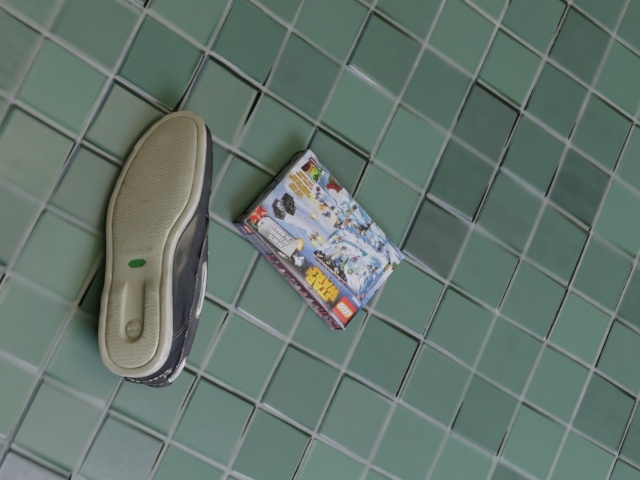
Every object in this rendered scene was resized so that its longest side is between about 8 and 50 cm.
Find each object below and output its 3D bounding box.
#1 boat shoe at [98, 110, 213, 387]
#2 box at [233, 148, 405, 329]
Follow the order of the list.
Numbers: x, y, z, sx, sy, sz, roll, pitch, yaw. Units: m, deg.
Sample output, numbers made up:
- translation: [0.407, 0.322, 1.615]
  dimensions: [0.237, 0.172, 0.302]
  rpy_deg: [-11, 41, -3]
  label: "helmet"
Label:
- translation: [-0.130, 0.007, 1.293]
  dimensions: [0.079, 0.084, 0.233]
  rpy_deg: [36, 58, -61]
  label: "boat shoe"
- translation: [0.000, 0.000, 1.375]
  dimensions: [0.137, 0.027, 0.094]
  rpy_deg: [48, 67, -17]
  label: "box"
